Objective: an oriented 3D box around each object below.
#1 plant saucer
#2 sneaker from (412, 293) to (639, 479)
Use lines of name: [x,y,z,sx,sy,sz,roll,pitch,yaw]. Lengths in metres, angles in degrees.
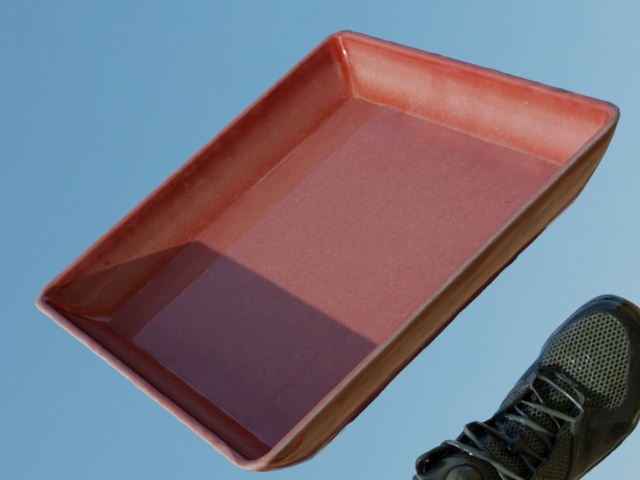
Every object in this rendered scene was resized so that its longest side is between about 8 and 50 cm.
plant saucer: [0.000,0.000,0.784,0.259,0.258,0.048,-43,-56,-16]
sneaker: [0.144,0.138,0.992,0.227,0.087,0.130,-54,-22,17]
